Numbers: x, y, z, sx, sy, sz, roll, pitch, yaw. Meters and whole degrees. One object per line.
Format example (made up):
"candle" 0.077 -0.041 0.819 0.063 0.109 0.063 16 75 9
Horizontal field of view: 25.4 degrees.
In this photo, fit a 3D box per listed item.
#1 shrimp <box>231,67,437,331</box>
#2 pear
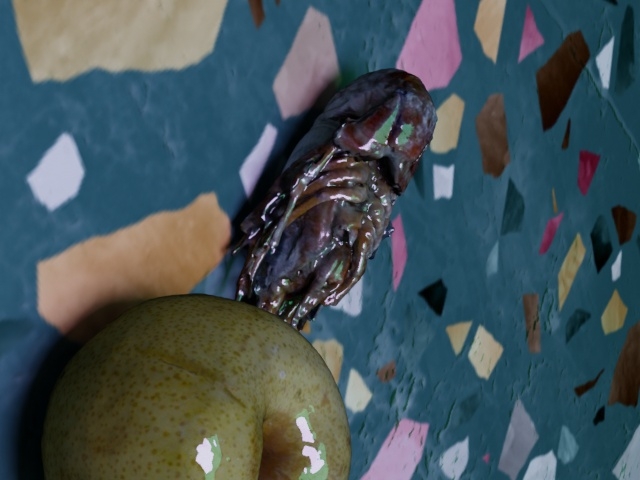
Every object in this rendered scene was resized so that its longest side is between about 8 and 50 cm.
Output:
"shrimp" 0.000 0.000 0.845 0.090 0.079 0.233 37 75 -44
"pear" -0.066 0.108 0.736 0.167 0.137 0.167 -10 103 -50
